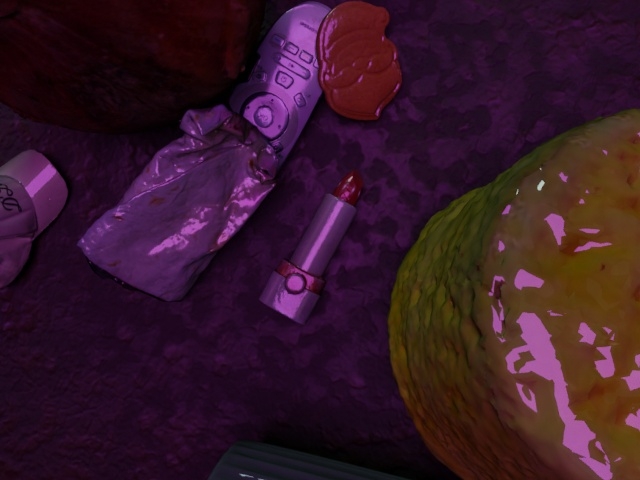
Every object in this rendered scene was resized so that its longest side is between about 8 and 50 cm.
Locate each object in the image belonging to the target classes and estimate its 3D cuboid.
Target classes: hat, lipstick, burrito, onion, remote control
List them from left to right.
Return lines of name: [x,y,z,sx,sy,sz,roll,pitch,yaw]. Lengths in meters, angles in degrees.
hat: [-0.383,-0.031,0.675,0.166,0.081,0.122,-42,89,-5]
onion: [-0.218,-0.272,0.545,0.353,0.353,0.354,0,91,6]
burrito: [-0.149,-0.042,0.614,0.229,0.089,0.144,-47,130,11]
remote control: [-0.058,-0.156,0.649,0.097,0.045,0.256,32,97,-3]
lipstick: [0.000,0.000,0.641,0.063,0.057,0.186,28,91,5]

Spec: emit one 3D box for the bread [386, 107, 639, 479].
bread: [0.243,0.065,0.476,0.347,0.308,0.349,1,72,-2]

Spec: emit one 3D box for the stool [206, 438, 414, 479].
stool: [0.032,0.367,0.537,0.329,0.297,0.297,14,92,10]

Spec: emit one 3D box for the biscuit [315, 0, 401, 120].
biscuit: [0.044,-0.200,0.625,0.102,0.019,0.131,-15,108,-15]
